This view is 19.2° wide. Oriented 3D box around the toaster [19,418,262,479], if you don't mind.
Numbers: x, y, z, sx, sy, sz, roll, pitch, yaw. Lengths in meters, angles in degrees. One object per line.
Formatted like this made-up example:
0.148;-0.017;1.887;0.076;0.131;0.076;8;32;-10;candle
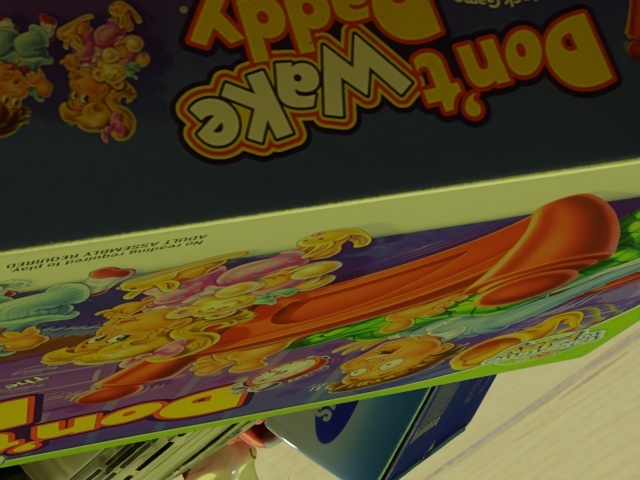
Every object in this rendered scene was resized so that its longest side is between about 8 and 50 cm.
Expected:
-0.063;0.005;0.744;0.227;0.146;0.129;-41;172;38;toaster

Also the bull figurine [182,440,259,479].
-0.193;0.217;1.382;0.310;0.101;0.188;-26;147;21;bull figurine

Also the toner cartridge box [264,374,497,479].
0.103;-0.042;0.998;0.348;0.075;0.165;-63;163;17;toner cartridge box

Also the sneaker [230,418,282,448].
-0.071;0.095;1.383;0.116;0.136;0.314;-35;174;5;sneaker

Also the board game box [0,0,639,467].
-0.043;-0.005;0.524;0.347;0.078;0.233;-9;164;-19;board game box

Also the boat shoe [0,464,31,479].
-0.218;0.156;0.757;0.187;0.156;0.500;-30;-176;28;boat shoe
